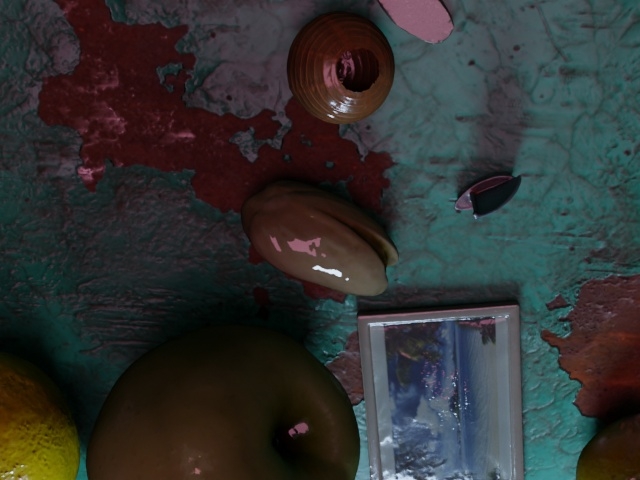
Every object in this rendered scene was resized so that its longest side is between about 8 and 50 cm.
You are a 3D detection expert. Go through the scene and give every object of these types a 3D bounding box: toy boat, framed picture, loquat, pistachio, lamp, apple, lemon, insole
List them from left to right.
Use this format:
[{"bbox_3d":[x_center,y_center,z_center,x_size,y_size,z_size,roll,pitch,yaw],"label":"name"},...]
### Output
[{"bbox_3d":[-0.455,0.285,1.364,0.236,0.236,0.263,-28,130,14],"label":"lemon"},{"bbox_3d":[-0.133,0.280,1.285,0.357,0.357,0.357,1,112,3],"label":"apple"},{"bbox_3d":[0.000,0.000,1.285,0.226,0.136,0.136,27,111,-15],"label":"pistachio"},{"bbox_3d":[0.024,-0.210,1.190,0.136,0.136,0.136,1,112,3],"label":"lamp"},{"bbox_3d":[0.090,-0.317,1.206,0.063,0.010,0.192,-42,103,16],"label":"insole"},{"bbox_3d":[0.177,0.238,1.417,0.231,0.024,0.315,-5,112,4],"label":"framed picture"},{"bbox_3d":[0.218,-0.049,1.246,0.096,0.122,0.034,-26,106,12],"label":"toy boat"},{"bbox_3d":[0.439,0.330,1.376,0.152,0.152,0.195,5,120,1],"label":"loquat"}]
